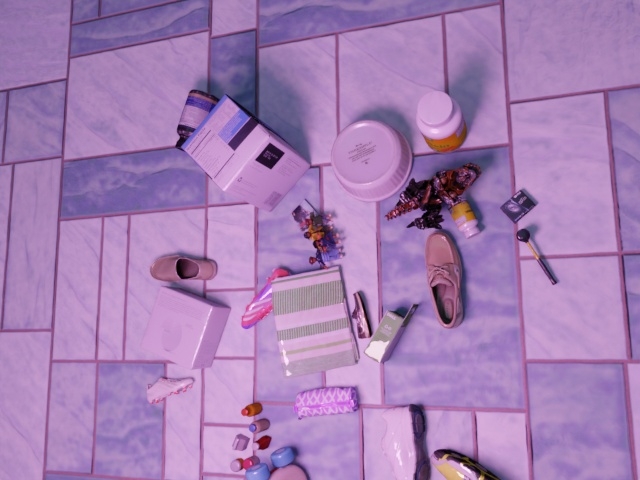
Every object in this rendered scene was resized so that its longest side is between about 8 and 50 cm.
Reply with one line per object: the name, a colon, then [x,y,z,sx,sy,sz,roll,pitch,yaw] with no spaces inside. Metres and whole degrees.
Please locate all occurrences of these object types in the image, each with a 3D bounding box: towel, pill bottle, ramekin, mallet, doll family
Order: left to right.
pill bottle: [-0.453,-0.429,2.168,0.122,0.123,0.219,17,88,21]
towel: [-0.024,0.262,1.920,0.247,0.038,0.325,-10,79,-2]
doll family: [0.000,0.000,1.951,0.111,0.076,0.193,-13,64,-18]
ramekin: [0.157,-0.268,1.925,0.272,0.127,0.273,-3,81,19]
pill bottle: [0.366,-0.362,1.802,0.136,0.245,0.136,-3,80,19]
pill bottle: [0.445,-0.066,1.825,0.065,0.065,0.116,-28,74,14]
mallet: [0.642,0.047,1.759,0.039,0.062,0.190,-33,87,13]

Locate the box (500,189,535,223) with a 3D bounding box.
box: [0.600,-0.103,1.801,0.083,0.018,0.067,-42,71,9]

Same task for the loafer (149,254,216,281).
loafer: [-0.506,0.098,2.121,0.268,0.092,0.102,-3,81,19]

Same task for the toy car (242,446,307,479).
toy car: [-0.181,0.797,1.878,0.238,0.210,0.219,-21,88,44]

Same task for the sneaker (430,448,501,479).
sneaker: [0.464,0.737,1.654,0.384,0.145,0.147,34,93,22]

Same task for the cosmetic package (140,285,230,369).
cosmetic package: [-0.466,0.299,2.052,0.224,0.138,0.225,19,89,21]

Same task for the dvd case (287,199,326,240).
dvd case: [-0.045,-0.071,2.027,0.087,0.013,0.119,-45,72,8]

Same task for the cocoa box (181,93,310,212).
cocoa box: [-0.235,-0.277,1.947,0.228,0.347,0.231,44,98,20]

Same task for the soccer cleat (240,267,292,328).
soccer cleat: [-0.177,0.207,1.998,0.095,0.083,0.248,35,91,16]

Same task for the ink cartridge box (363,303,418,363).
ink cartridge box: [0.219,0.273,1.830,0.062,0.109,0.209,30,92,20]

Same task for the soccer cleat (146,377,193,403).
soccer cleat: [-0.536,0.513,2.084,0.196,0.068,0.076,-25,71,17]

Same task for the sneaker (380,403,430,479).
sneaker: [0.251,0.645,1.779,0.129,0.111,0.297,-10,74,34]

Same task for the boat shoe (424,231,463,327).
boat shoe: [0.375,0.116,1.804,0.109,0.098,0.302,-8,79,18]

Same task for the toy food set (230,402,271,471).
toy food set: [-0.236,0.659,1.933,0.111,0.104,0.232,21,89,21]

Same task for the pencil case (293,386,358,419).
pencil case: [0.017,0.512,1.876,0.206,0.088,0.086,-13,80,16]

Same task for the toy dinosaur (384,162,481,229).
toy dinosaur: [0.341,-0.128,1.821,0.164,0.218,0.322,41,126,6]

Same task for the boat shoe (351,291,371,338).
boat shoe: [0.123,0.241,1.897,0.049,0.056,0.152,-17,77,11]
